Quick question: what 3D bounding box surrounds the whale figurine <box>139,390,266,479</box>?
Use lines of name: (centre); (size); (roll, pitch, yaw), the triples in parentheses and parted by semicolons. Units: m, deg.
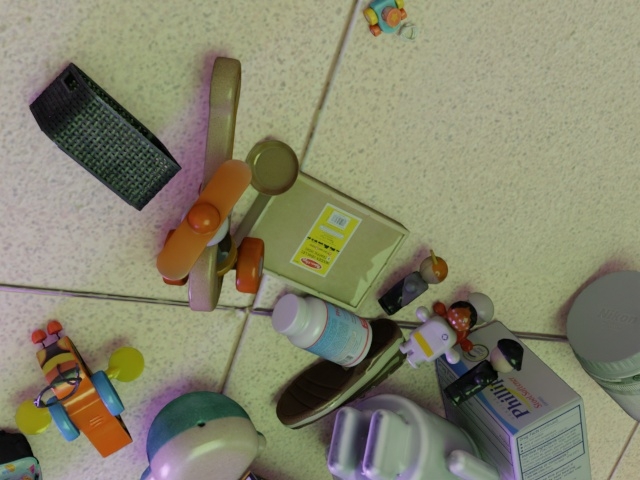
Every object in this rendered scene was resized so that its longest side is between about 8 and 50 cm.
whale figurine: (-0.199, 0.346, 1.721); (0.216, 0.141, 0.272); (-19, 149, -16)

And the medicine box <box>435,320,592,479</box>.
medicine box: (0.349, 0.343, 1.893); (0.149, 0.263, 0.289); (-24, 126, -14)

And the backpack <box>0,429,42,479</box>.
backpack: (-0.495, 0.405, 1.579); (0.166, 0.144, 0.188); (-14, 126, -26)

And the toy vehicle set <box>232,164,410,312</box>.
toy vehicle set: (0.000, 0.000, 1.664); (0.267, 0.035, 0.166); (26, 103, -35)

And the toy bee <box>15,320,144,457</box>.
toy bee: (-0.355, 0.200, 1.547); (0.195, 0.162, 0.298); (-18, 149, -27)

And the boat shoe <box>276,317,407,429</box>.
boat shoe: (0.047, 0.247, 1.795); (0.257, 0.095, 0.095); (-35, 133, -5)

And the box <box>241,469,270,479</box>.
box: (-0.080, 0.562, 1.804); (0.322, 0.079, 0.257); (36, 94, -38)

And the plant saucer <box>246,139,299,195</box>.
plant saucer: (-0.070, -0.107, 1.555); (0.083, 0.083, 0.015); (-56, 170, 10)

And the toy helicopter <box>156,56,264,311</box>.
toy helicopter: (-0.150, -0.074, 1.446); (0.140, 0.235, 0.354); (7, 99, 4)

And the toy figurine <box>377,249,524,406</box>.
toy figurine: (0.219, 0.143, 1.748); (0.148, 0.213, 0.209); (-37, 123, 12)

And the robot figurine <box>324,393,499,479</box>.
robot figurine: (0.155, 0.389, 1.820); (0.353, 0.300, 0.199); (35, 64, -48)

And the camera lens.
camera lens: (0.615, 0.209, 1.979); (0.219, 0.219, 0.274); (-46, 127, 3)

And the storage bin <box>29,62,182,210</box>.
storage bin: (-0.284, -0.136, 1.388); (0.084, 0.122, 0.180); (-45, 127, 2)

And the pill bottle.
pill bottle: (0.001, 0.144, 1.714); (0.160, 0.087, 0.087); (27, 103, -36)

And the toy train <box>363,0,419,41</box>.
toy train: (0.130, -0.365, 1.516); (0.125, 0.046, 0.166); (3, 115, -28)
